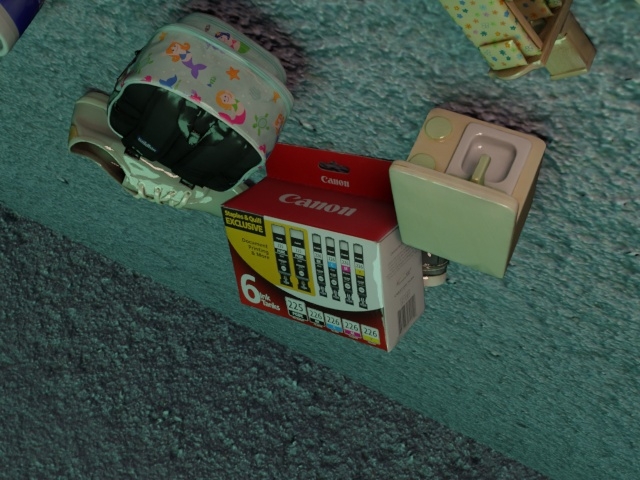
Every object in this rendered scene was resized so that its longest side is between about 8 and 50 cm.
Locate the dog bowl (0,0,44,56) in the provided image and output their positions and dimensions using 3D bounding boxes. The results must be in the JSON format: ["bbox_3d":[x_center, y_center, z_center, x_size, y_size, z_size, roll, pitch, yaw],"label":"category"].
[{"bbox_3d":[-0.550,-0.399,1.012,0.265,0.104,0.265,27,164,8],"label":"dog bowl"}]

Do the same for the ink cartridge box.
[{"bbox_3d":[0.000,0.000,1.124,0.310,0.130,0.271,13,126,33],"label":"ink cartridge box"}]

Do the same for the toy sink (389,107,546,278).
[{"bbox_3d":[0.188,-0.070,0.874,0.153,0.131,0.234,20,163,19],"label":"toy sink"}]

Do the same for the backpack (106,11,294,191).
[{"bbox_3d":[-0.156,-0.186,0.933,0.225,0.191,0.253,31,167,-17],"label":"backpack"}]

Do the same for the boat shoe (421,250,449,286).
[{"bbox_3d":[0.088,-0.014,1.232,0.319,0.116,0.099,21,117,36],"label":"boat shoe"}]

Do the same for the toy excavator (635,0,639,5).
[{"bbox_3d":[0.151,-0.241,0.383,0.433,0.222,0.445,9,155,38],"label":"toy excavator"}]

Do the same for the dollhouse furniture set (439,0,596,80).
[{"bbox_3d":[0.212,-0.193,0.582,0.182,0.101,0.161,40,157,-30],"label":"dollhouse furniture set"}]

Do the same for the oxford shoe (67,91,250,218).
[{"bbox_3d":[-0.299,-0.121,1.368,0.449,0.130,0.169,31,158,-14],"label":"oxford shoe"}]
